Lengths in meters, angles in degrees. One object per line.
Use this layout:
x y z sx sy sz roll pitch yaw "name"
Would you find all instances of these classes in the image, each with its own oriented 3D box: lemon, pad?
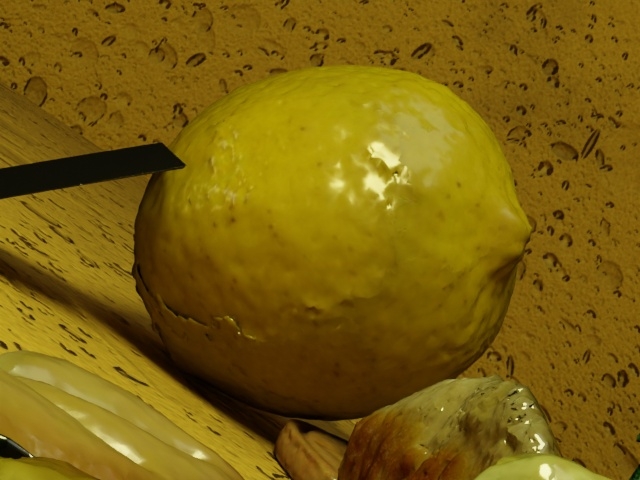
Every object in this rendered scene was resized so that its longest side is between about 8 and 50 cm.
0.000 0.000 1.322 0.310 0.254 0.253 -9 -22 30 "lemon"
-0.189 -0.041 1.243 0.190 0.004 0.127 -11 12 -9 "pad"

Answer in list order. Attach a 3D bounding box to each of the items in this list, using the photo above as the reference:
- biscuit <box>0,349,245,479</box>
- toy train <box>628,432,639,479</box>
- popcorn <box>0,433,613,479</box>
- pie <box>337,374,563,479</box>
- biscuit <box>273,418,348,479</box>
-0.128 0.073 0.769 0.154 0.045 0.299 37 4 38 "biscuit"
0.265 0.240 1.092 0.330 0.178 0.138 34 1 43 "toy train"
0.000 0.119 0.373 0.195 0.174 0.168 8 -31 -13 "popcorn"
0.052 0.131 0.726 0.079 0.163 0.193 11 5 -24 "pie"
0.035 0.167 1.276 0.142 0.029 0.220 34 3 27 "biscuit"
